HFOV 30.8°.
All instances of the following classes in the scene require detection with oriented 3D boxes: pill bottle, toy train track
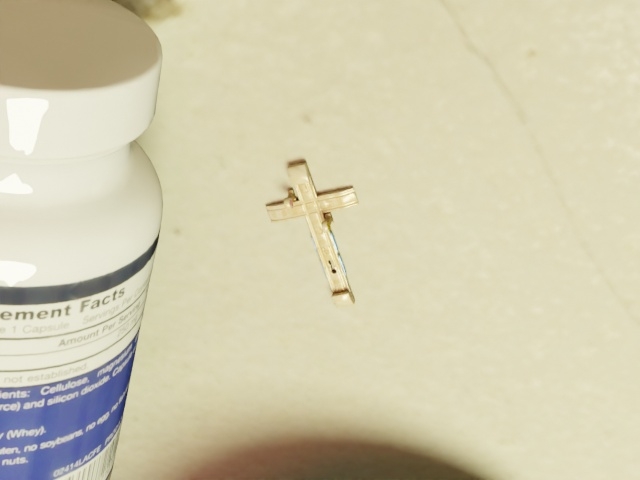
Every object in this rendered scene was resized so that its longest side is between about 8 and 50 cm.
[{"bbox_3d":[-0.159,0.018,0.558,0.153,0.153,0.264,17,119,2],"label":"pill bottle"},{"bbox_3d":[0.000,0.000,0.595,0.048,0.014,0.083,-12,115,18],"label":"toy train track"}]
